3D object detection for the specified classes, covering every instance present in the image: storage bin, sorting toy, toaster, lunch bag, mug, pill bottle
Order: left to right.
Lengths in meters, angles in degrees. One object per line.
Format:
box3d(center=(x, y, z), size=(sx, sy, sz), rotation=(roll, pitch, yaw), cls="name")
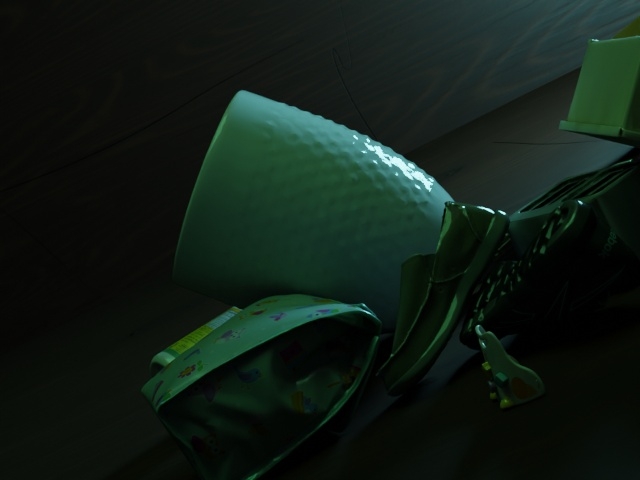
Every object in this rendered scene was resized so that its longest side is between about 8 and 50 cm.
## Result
box3d(center=(-0.128, 0.164, 1.868), size=(0.208, 0.117, 0.117), rotation=(-32, 9, -27), cls="pill bottle")
box3d(center=(-0.059, 0.159, 1.514), size=(0.262, 0.160, 0.223), rotation=(-35, 8, -11), cls="lunch bag")
box3d(center=(0.000, 0.000, 1.783), size=(0.374, 0.328, 0.276), rotation=(106, -176, -69), cls="mug")
box3d(center=(0.174, 0.117, 1.273), size=(0.045, 0.075, 0.083), rotation=(-28, 7, -3), cls="sorting toy")
box3d(center=(0.320, -0.013, 1.515), size=(0.185, 0.110, 0.168), rotation=(-32, 8, -30), cls="toaster")
box3d(center=(0.452, -0.156, 1.558), size=(0.260, 0.123, 0.262), rotation=(13, 5, -5), cls="storage bin")

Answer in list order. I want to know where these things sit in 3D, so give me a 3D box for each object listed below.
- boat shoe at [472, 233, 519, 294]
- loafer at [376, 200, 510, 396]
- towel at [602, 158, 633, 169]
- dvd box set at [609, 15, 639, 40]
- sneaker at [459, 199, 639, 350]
box3d(center=(0.240, 0.013, 1.770), size=(0.207, 0.073, 0.073), rotation=(-29, 8, -1), cls="boat shoe")
box3d(center=(0.123, 0.061, 1.486), size=(0.251, 0.087, 0.094), rotation=(-59, -6, -19), cls="loafer")
box3d(center=(0.402, -0.075, 1.961), size=(0.148, 0.027, 0.110), rotation=(-22, 10, 28), cls="towel")
box3d(center=(0.598, -0.317, 1.733), size=(0.420, 0.062, 0.307), rotation=(-39, -30, 29), cls="dvd box set")
box3d(center=(0.237, 0.062, 1.396), size=(0.101, 0.106, 0.267), rotation=(-63, 7, -34), cls="sneaker")
